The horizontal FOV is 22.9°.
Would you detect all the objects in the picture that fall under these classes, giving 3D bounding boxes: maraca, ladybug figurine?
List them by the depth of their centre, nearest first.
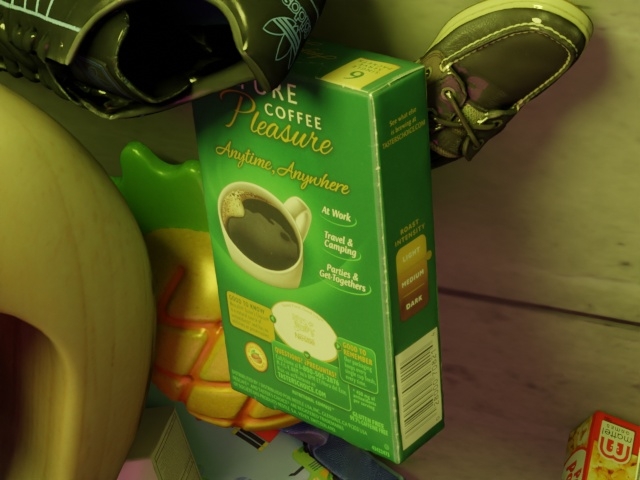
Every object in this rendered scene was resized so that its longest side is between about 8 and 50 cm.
[{"bbox_3d":[-0.239,0.073,0.761,0.305,0.162,0.449,-15,142,-29],"label":"ladybug figurine"},{"bbox_3d":[-0.059,0.027,0.832,0.127,0.099,0.186,-21,115,37],"label":"maraca"}]

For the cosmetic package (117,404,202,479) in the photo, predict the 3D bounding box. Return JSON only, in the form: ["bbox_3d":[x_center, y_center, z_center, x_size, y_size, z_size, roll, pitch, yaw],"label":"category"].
[{"bbox_3d":[-0.190,0.167,0.965,0.239,0.060,0.099,-8,115,16],"label":"cosmetic package"}]

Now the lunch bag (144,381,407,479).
[{"bbox_3d":[-0.103,0.162,1.052,0.293,0.138,0.221,-27,125,38],"label":"lunch bag"}]

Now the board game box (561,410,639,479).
[{"bbox_3d":[0.200,0.213,0.905,0.146,0.194,0.045,20,149,-7],"label":"board game box"}]

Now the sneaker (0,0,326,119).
[{"bbox_3d":[-0.103,-0.096,0.660,0.232,0.090,0.081,-4,143,30],"label":"sneaker"}]

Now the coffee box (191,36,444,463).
[{"bbox_3d":[0.000,0.000,0.705,0.113,0.040,0.184,19,127,40],"label":"coffee box"}]

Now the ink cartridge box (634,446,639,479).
[{"bbox_3d":[0.258,0.108,0.747,0.212,0.154,0.093,8,148,14],"label":"ink cartridge box"}]

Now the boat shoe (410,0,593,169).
[{"bbox_3d":[0.058,-0.057,0.683,0.056,0.049,0.152,29,148,-22],"label":"boat shoe"}]
